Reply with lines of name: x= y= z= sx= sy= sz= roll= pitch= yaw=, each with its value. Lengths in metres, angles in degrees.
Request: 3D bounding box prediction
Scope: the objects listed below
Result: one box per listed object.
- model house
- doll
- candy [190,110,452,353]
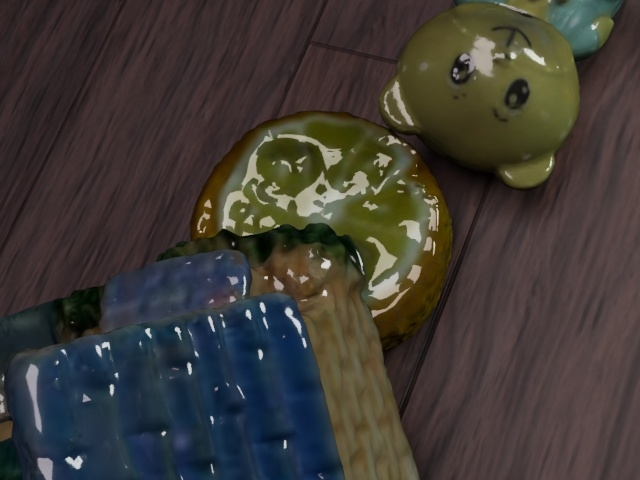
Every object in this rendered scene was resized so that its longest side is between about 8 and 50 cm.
model house: x=-0.177 y=0.213 z=0.736 sx=0.445 sy=0.400 sz=0.395 roll=-12 pitch=91 yaw=17
doll: x=0.180 y=-0.188 z=0.956 sx=0.177 sy=0.161 sz=0.260 roll=26 pitch=77 yaw=2
candy: x=0.000 y=0.000 z=0.966 sx=0.260 sy=0.118 sz=0.260 roll=-5 pitch=71 yaw=14
